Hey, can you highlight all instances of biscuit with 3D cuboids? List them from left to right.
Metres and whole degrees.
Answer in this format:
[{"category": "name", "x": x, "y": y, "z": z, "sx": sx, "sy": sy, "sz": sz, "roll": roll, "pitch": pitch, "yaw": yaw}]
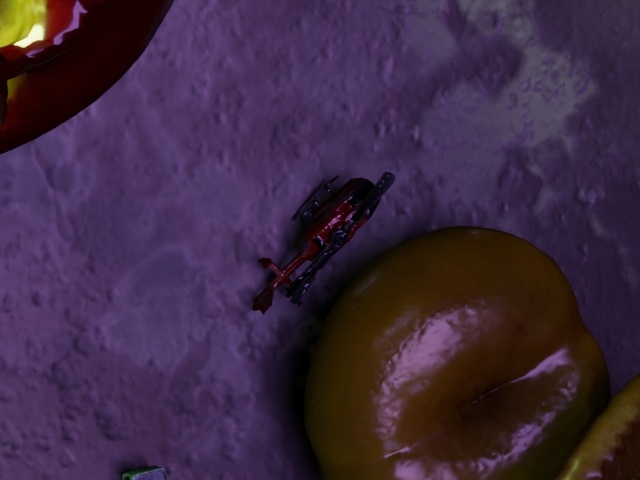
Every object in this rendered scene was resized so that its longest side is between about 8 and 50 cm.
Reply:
[{"category": "biscuit", "x": 0.199, "y": 0.238, "z": 1.335, "sx": 0.318, "sy": 0.040, "sz": 0.318, "roll": -45, "pitch": 152, "yaw": -33}]

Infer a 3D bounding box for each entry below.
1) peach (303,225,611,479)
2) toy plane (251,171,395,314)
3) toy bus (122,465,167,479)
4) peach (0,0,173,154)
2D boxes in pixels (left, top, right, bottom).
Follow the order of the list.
[{"category": "peach", "x": 0.101, "y": 0.116, "z": 1.326, "sx": 0.251, "sy": 0.153, "sz": 0.251, "roll": 1, "pitch": 87, "yaw": -33}, {"category": "toy plane", "x": 0.000, "y": 0.000, "z": 1.314, "sx": 0.145, "sy": 0.060, "sz": 0.037, "roll": -45, "pitch": 113, "yaw": 1}, {"category": "toy bus", "x": -0.123, "y": 0.206, "z": 1.285, "sx": 0.031, "sy": 0.037, "sz": 0.083, "roll": -12, "pitch": 99, "yaw": -24}, {"category": "peach", "x": -0.224, "y": -0.255, "z": 1.024, "sx": 0.310, "sy": 0.335, "sz": 0.406, "roll": -51, "pitch": 138, "yaw": -56}]
